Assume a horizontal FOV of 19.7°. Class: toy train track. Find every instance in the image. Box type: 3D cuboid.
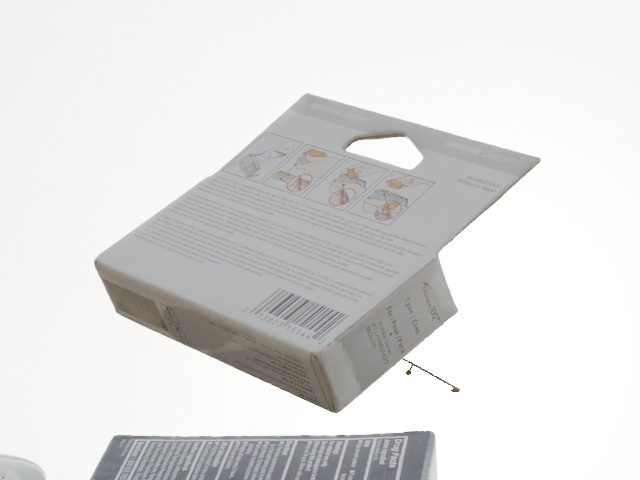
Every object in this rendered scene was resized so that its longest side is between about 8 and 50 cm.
[{"bbox_3d":[0.092,0.124,1.721,0.083,0.014,0.048,28,-1,6],"label":"toy train track"}]

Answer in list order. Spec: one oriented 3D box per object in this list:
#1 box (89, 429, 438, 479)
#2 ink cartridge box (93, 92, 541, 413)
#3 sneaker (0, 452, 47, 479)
[{"bbox_3d":[-0.055,0.299,1.522,0.294,0.296,0.183,-2,-70,10],"label":"box"},{"bbox_3d":[0.000,0.000,1.502,0.296,0.261,0.066,20,-39,47],"label":"ink cartridge box"},{"bbox_3d":[-0.317,0.234,1.632,0.094,0.212,0.080,1,-89,45],"label":"sneaker"}]
